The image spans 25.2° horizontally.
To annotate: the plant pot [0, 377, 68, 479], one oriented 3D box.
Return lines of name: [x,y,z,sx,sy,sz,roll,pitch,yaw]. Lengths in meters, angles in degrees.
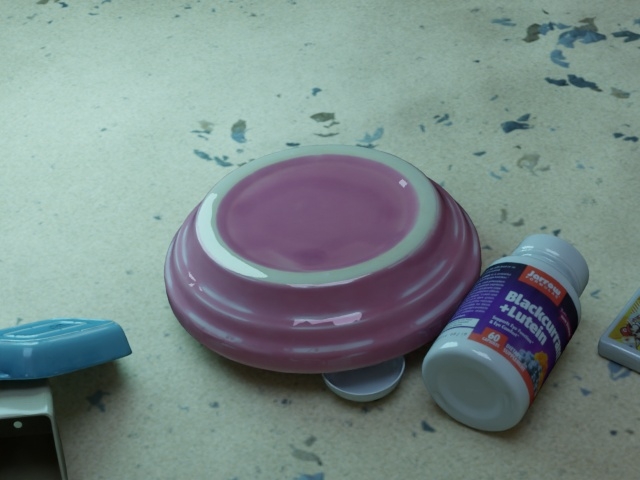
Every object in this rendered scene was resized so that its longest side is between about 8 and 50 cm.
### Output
plant pot: [-0.290,0.179,1.323,0.109,0.109,0.096,-5,30,-1]

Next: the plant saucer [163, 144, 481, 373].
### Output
plant saucer: [0.000,0.000,1.482,0.332,0.084,0.332,-3,37,2]

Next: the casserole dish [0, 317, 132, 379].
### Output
casserole dish: [-0.263,0.102,1.377,0.114,0.037,0.188,1,5,28]

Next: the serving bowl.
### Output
serving bowl: [0.041,0.129,1.404,0.083,0.027,0.083,-2,42,2]

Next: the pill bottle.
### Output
pill bottle: [0.187,0.083,1.384,0.108,0.108,0.193,19,48,23]

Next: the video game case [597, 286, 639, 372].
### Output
video game case: [0.422,0.079,1.432,0.206,0.026,0.227,25,51,27]
